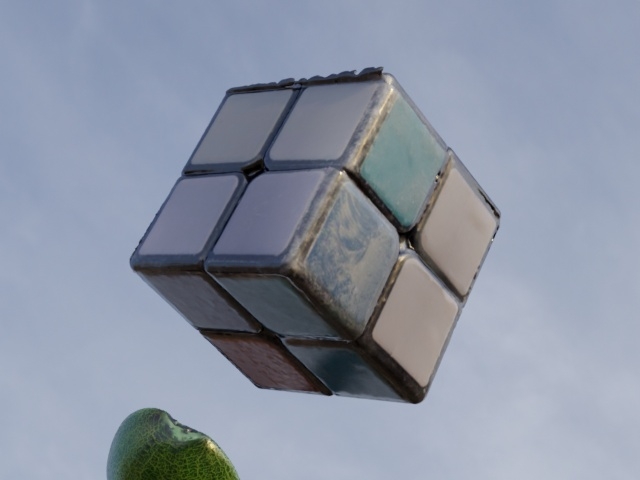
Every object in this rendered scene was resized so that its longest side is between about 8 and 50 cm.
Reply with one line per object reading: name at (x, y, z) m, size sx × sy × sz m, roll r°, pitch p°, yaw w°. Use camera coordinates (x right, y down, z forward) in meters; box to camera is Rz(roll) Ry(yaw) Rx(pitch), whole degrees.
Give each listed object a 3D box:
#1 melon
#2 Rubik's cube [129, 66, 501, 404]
melon at (-0.259, 0.386, 2.066) m, size 0.265 × 0.129 × 0.169 m, roll 26°, pitch -46°, yaw 17°
Rubik's cube at (0.000, 0.000, 1.647) m, size 0.316 × 0.313 × 0.318 m, roll -1°, pitch -37°, yaw 44°
